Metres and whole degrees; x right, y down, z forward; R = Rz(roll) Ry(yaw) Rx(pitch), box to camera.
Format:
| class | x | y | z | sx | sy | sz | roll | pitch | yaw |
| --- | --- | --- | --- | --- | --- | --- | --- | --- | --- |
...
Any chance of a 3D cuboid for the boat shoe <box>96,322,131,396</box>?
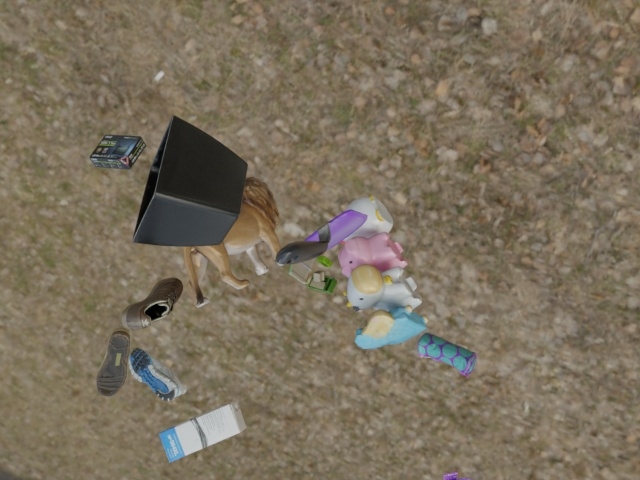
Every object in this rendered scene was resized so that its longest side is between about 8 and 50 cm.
| class | x | y | z | sx | sy | sz | roll | pitch | yaw |
| --- | --- | --- | --- | --- | --- | --- | --- | --- | --- |
| boat shoe | -0.484 | 0.282 | 1.798 | 0.068 | 0.072 | 0.190 | 17 | 112 | -16 |

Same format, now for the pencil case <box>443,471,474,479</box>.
| class | x | y | z | sx | sy | sz | roll | pitch | yaw |
| --- | --- | --- | --- | --- | --- | --- | --- | --- | --- |
| pencil case | 0.182 | 0.419 | 1.052 | 0.086 | 0.088 | 0.206 | -4 | 129 | -18 |

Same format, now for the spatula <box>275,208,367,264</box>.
| class | x | y | z | sx | sy | sz | roll | pitch | yaw |
| --- | --- | --- | --- | --- | --- | --- | --- | --- | --- |
| spatula | 0.000 | 0.000 | 0.900 | 0.084 | 0.296 | 0.030 | -36 | 89 | 14 |

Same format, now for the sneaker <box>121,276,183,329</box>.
| class | x | y | z | sx | sy | sz | roll | pitch | yaw |
| --- | --- | --- | --- | --- | --- | --- | --- | --- | --- |
| sneaker | -0.334 | 0.137 | 1.595 | 0.071 | 0.188 | 0.066 | 4 | 116 | 27 |

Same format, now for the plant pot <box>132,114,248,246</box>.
| class | x | y | z | sx | sy | sz | roll | pitch | yaw |
| --- | --- | --- | --- | --- | --- | --- | --- | --- | --- |
| plant pot | -0.241 | -0.091 | 1.441 | 0.167 | 0.188 | 0.187 | 18 | 145 | -17 |

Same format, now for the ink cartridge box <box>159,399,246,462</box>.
| class | x | y | z | sx | sy | sz | roll | pitch | yaw |
| --- | --- | --- | --- | --- | --- | --- | --- | --- | --- |
| ink cartridge box | -0.312 | 0.509 | 2.035 | 0.148 | 0.203 | 0.086 | 81 | 167 | -82 |

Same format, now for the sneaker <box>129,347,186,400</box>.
| class | x | y | z | sx | sy | sz | roll | pitch | yaw |
| --- | --- | --- | --- | --- | --- | --- | --- | --- | --- |
| sneaker | -0.431 | 0.355 | 2.010 | 0.191 | 0.071 | 0.083 | 39 | -166 | 24 |

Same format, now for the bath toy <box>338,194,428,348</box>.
| class | x | y | z | sx | sy | sz | roll | pitch | yaw |
| --- | --- | --- | --- | --- | --- | --- | --- | --- | --- |
| bath toy | 0.097 | 0.052 | 1.515 | 0.129 | 0.348 | 0.151 | -33 | 132 | 20 |

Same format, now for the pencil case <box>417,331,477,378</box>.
| class | x | y | z | sx | sy | sz | roll | pitch | yaw |
| --- | --- | --- | --- | --- | --- | --- | --- | --- | --- |
| pencil case | 0.330 | 0.298 | 1.980 | 0.152 | 0.070 | 0.064 | 20 | 160 | 25 |

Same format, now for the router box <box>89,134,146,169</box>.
| class | x | y | z | sx | sy | sz | roll | pitch | yaw |
| --- | --- | --- | --- | --- | --- | --- | --- | --- | --- |
| router box | -0.538 | -0.236 | 2.011 | 0.122 | 0.092 | 0.038 | 6 | 142 | 23 |

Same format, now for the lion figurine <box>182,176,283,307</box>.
| class | x | y | z | sx | sy | sz | roll | pitch | yaw |
| --- | --- | --- | --- | --- | --- | --- | --- | --- | --- |
| lion figurine | -0.216 | -0.009 | 1.817 | 0.142 | 0.392 | 0.240 | -23 | 94 | 34 |

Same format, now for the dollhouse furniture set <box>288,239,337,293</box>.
| class | x | y | z | sx | sy | sz | roll | pitch | yaw |
| --- | --- | --- | --- | --- | --- | --- | --- | --- | --- |
| dollhouse furniture set | -0.028 | 0.057 | 1.553 | 0.059 | 0.076 | 0.152 | 13 | 162 | 40 |
